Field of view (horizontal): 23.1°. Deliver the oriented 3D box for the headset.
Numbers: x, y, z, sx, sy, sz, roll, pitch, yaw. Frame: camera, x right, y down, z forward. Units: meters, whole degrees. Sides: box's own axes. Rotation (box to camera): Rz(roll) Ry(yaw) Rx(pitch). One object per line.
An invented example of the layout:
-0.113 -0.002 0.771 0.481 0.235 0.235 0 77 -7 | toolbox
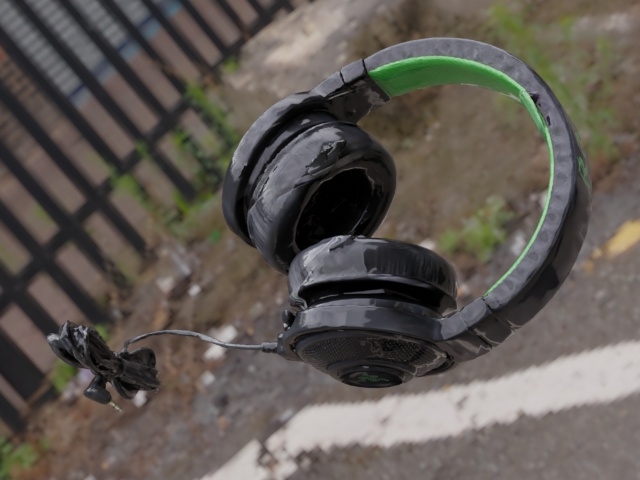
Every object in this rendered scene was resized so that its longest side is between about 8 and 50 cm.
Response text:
0.000 0.000 1.136 0.394 0.185 0.243 -33 58 13 | headset
